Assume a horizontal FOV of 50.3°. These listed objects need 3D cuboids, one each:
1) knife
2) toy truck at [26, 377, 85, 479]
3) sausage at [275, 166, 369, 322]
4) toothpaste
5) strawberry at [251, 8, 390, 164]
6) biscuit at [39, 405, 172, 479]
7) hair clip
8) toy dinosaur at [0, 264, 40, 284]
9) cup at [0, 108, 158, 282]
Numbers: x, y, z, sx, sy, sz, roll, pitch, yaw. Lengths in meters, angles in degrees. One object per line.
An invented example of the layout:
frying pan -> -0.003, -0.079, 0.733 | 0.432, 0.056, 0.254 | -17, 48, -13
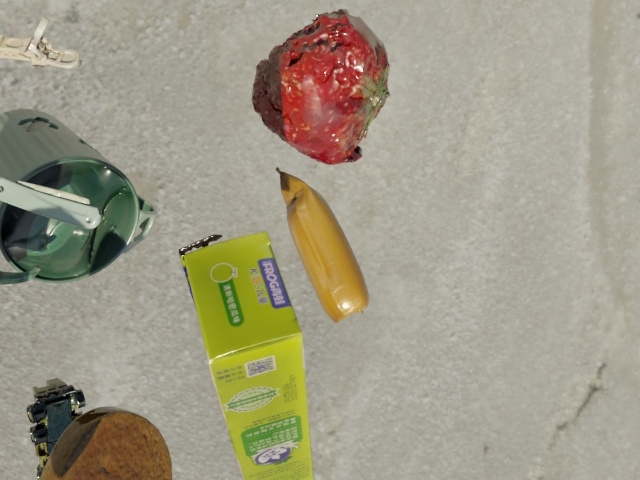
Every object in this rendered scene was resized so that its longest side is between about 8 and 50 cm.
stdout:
knife -> -0.393, -0.057, 0.979 | 0.162, 0.023, 0.044 | 18, 98, -2
toy truck -> -0.646, 0.473, 1.667 | 0.127, 0.127, 0.257 | -12, 109, -36
sausage -> -0.002, 0.001, 1.333 | 0.112, 0.112, 0.328 | -19, 82, -43
toothpaste -> -0.060, 0.135, 0.650 | 0.077, 0.110, 0.327 | -16, 143, -11
strawberry -> -0.004, -0.274, 1.198 | 0.274, 0.220, 0.274 | 15, 90, -74
biscuit -> -0.407, 0.528, 1.292 | 0.350, 0.070, 0.394 | 54, 40, -39
hair clip -> -0.424, -0.245, 0.872 | 0.072, 0.226, 0.034 | 71, 23, -55
toy dinosaur -> -0.703, 0.099, 1.322 | 0.292, 0.079, 0.120 | 4, 91, -3
cup -> -0.625, -0.096, 1.640 | 0.310, 0.392, 0.401 | -43, 139, -8
